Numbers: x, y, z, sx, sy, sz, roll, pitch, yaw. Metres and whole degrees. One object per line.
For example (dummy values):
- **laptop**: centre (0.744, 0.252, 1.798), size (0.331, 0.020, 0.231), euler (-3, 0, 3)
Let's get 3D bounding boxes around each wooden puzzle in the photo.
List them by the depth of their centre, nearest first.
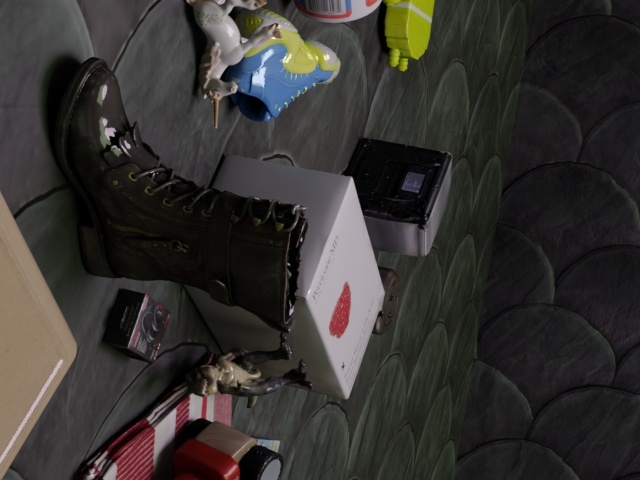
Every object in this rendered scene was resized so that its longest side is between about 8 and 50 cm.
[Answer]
- **wooden puzzle**: centre (-0.291, 0.107, 0.887), size (0.221, 0.044, 0.239), euler (79, 24, -48)

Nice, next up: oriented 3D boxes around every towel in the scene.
- **towel**: centre (-0.193, 0.301, 1.294), size (0.329, 0.037, 0.237), euler (-40, 138, -62)

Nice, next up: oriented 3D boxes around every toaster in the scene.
- **toaster**: centre (0.124, -0.070, 1.813), size (0.110, 0.168, 0.186), euler (79, 28, -50)

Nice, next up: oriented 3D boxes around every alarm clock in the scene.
- **alarm clock**: centre (0.119, 0.109, 2.080), size (0.192, 0.064, 0.129), euler (-46, 143, -64)

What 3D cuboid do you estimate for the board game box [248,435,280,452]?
- **board game box**: centre (-0.105, 0.372, 1.607), size (0.103, 0.026, 0.154), euler (34, 68, -71)

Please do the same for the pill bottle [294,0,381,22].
- **pill bottle**: centre (0.015, -0.401, 1.365), size (0.222, 0.124, 0.124), euler (84, 25, -44)

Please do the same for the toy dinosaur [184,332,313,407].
- **toy dinosaur**: centre (-0.080, 0.167, 1.327), size (0.268, 0.118, 0.064), euler (44, 28, -70)

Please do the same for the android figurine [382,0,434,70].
- **android figurine**: centre (0.158, -0.436, 1.882), size (0.248, 0.056, 0.273), euler (-11, 110, -71)

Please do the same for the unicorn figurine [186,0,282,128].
- **unicorn figurine**: centre (-0.101, -0.225, 1.197), size (0.060, 0.111, 0.162), euler (-104, 171, -63)

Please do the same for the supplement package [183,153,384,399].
- **supplement package**: centre (-0.040, 0.054, 1.381), size (0.293, 0.175, 0.178), euler (70, 36, -57)

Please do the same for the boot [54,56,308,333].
- **boot**: centre (-0.118, -0.041, 1.007), size (0.091, 0.228, 0.263), euler (-59, 153, -47)

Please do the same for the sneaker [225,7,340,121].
- **sneaker**: centre (-0.058, -0.207, 1.350), size (0.240, 0.091, 0.126), euler (16, 97, -65)

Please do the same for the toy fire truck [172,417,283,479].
- **toy fire truck**: centre (-0.142, 0.362, 1.228), size (0.246, 0.158, 0.217), euler (-38, 139, -45)

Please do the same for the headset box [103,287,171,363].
- **headset box**: centre (-0.198, 0.092, 1.159), size (0.083, 0.032, 0.062), euler (58, 46, -66)
